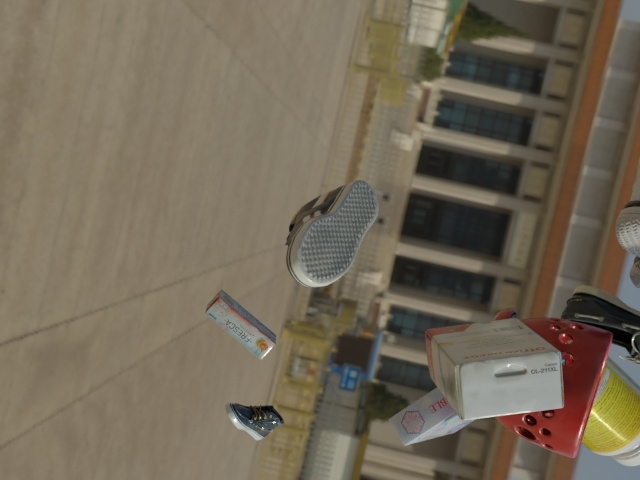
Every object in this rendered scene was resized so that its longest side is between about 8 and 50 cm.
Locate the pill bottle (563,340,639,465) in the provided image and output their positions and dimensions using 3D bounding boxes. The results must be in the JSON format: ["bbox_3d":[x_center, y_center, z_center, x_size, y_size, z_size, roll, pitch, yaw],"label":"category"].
[{"bbox_3d":[0.622,0.365,2.103,0.188,0.334,0.188,-39,-155,22],"label":"pill bottle"}]

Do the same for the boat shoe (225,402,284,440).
[{"bbox_3d":[-0.160,0.423,2.268,0.183,0.083,0.065,50,10,-53],"label":"boat shoe"}]

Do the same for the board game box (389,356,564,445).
[{"bbox_3d":[0.334,0.300,1.907,0.318,0.066,0.319,-37,160,18],"label":"board game box"}]

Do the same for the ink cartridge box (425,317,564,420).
[{"bbox_3d":[0.210,0.156,1.153,0.175,0.127,0.072,-118,-158,-80],"label":"ink cartridge box"}]

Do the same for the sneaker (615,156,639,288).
[{"bbox_3d":[0.597,-0.035,1.545,0.366,0.137,0.210,41,67,-53],"label":"sneaker"}]

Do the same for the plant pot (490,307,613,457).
[{"bbox_3d":[0.317,0.201,1.362,0.191,0.174,0.191,16,90,-73],"label":"plant pot"}]

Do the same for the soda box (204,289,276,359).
[{"bbox_3d":[-0.192,0.203,2.253,0.058,0.183,0.063,-46,-169,11],"label":"soda box"}]

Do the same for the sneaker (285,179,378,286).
[{"bbox_3d":[0.000,0.000,1.791,0.126,0.127,0.321,59,36,-13],"label":"sneaker"}]

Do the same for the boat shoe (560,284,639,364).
[{"bbox_3d":[0.529,0.160,1.558,0.079,0.254,0.095,-57,164,-21],"label":"boat shoe"}]
